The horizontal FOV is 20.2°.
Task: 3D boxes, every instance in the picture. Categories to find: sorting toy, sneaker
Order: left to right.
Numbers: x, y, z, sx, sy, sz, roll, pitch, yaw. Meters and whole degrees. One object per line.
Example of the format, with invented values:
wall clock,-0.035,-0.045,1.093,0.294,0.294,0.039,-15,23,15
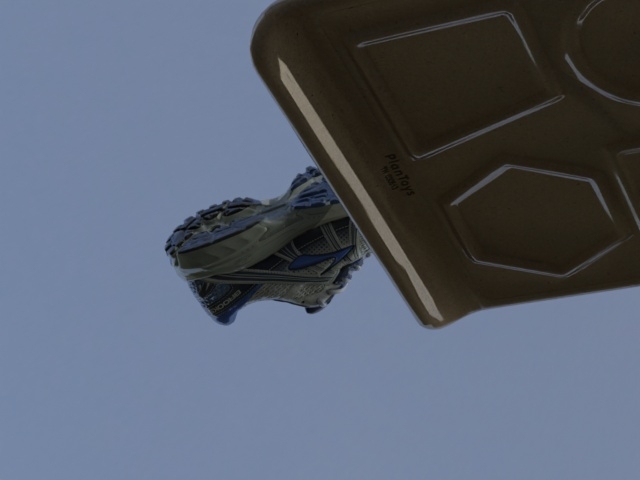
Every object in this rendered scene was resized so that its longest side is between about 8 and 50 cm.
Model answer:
sneaker,0.000,0.000,0.827,0.135,0.052,0.058,-18,-63,4
sorting toy,0.104,-0.048,0.684,0.208,0.038,0.193,-14,-43,21
